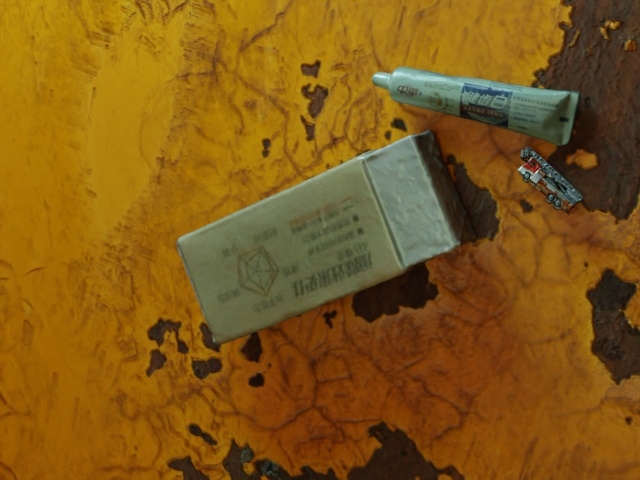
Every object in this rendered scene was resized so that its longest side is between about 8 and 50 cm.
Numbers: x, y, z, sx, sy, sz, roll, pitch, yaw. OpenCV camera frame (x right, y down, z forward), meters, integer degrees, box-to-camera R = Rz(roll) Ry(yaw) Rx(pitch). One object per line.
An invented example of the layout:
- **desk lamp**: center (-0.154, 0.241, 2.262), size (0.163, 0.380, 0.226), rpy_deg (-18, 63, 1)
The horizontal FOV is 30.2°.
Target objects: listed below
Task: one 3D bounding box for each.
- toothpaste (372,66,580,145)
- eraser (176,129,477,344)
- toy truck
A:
- **toothpaste**: center (0.163, -0.153, 1.282), size (0.233, 0.038, 0.060), rpy_deg (15, 110, 22)
- **eraser**: center (0.000, 0.000, 1.373), size (0.343, 0.078, 0.144), rpy_deg (-22, 89, 29)
- **toy truck**: center (0.240, -0.063, 1.262), size (0.083, 0.024, 0.032), rpy_deg (43, 94, 13)
